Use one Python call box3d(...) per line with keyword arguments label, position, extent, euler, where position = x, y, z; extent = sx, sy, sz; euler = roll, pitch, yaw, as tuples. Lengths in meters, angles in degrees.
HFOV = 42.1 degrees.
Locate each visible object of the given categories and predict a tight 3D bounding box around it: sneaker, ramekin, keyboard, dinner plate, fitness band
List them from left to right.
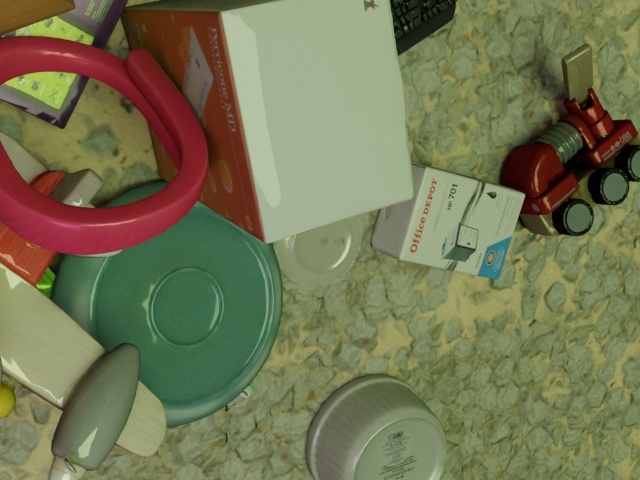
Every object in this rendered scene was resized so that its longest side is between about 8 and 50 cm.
box3d(label="fitness band", position=(-0.231, -0.103, 0.795), extent=(0.209, 0.291, 0.054), euler=(-19, 145, -28))
box3d(label="sneaker", position=(-0.140, 0.196, 1.134), extent=(0.069, 0.038, 0.098), euler=(-39, 118, -14))
box3d(label="dinner plate", position=(0.000, 0.000, 1.166), extent=(0.141, 0.017, 0.141), euler=(-9, 109, -27))
box3d(label="keyboard", position=(0.076, -0.326, 1.038), extent=(0.317, 0.033, 0.201), euler=(-40, 122, -39))
box3d(label="ramekin", position=(0.092, 0.317, 1.251), extent=(0.207, 0.109, 0.207), euler=(-8, 108, -25))

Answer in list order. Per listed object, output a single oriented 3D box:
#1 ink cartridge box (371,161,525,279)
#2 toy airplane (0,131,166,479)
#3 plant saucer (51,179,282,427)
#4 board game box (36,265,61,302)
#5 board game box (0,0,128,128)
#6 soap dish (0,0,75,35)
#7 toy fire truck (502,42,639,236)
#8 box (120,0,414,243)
box3d(label="ink cartridge box", position=(0.187, -0.029, 1.219), extent=(0.191, 0.082, 0.139), euler=(11, 99, -31))
box3d(label="toy airplane", position=(-0.341, 0.079, 0.805), extent=(0.386, 0.272, 0.384), euler=(-6, 105, -24))
box3d(label="plant saucer", position=(-0.173, 0.082, 1.044), extent=(0.318, 0.044, 0.317), euler=(-3, 95, -35))
box3d(label="board game box", position=(-0.360, 0.053, 0.973), extent=(0.092, 0.043, 0.181), euler=(-40, 119, -13))
box3d(label="board game box", position=(-0.300, -0.321, 0.898), extent=(0.208, 0.056, 0.346), euler=(26, 91, -35))
box3d(label="soap dish", position=(-0.411, -0.280, 0.766), extent=(0.291, 0.118, 0.229), euler=(-23, 102, -10))
box3d(label="toy fire truck", position=(0.372, -0.154, 1.253), extent=(0.217, 0.158, 0.246), euler=(-38, 106, -13))
box3d(label="box", position=(-0.071, -0.157, 0.891), extent=(0.168, 0.345, 0.215), euler=(-19, 112, -22))
